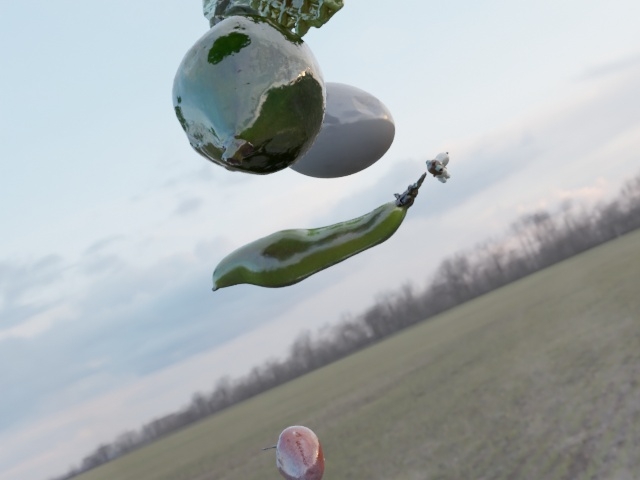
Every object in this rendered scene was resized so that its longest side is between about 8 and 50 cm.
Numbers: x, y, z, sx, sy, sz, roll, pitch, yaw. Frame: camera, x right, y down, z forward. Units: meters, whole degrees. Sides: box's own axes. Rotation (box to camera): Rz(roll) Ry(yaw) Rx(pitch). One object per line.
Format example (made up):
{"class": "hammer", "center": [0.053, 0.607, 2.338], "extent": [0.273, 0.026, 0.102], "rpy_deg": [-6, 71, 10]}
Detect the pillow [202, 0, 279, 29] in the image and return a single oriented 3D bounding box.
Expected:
{"class": "pillow", "center": [-0.106, -0.489, 1.866], "extent": [0.138, 0.283, 0.310], "rpy_deg": [16, 18, 13]}

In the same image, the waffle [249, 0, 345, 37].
{"class": "waffle", "center": [-0.034, -0.360, 1.431], "extent": [0.169, 0.183, 0.036], "rpy_deg": [-30, -13, 33]}

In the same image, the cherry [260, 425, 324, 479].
{"class": "cherry", "center": [-0.038, 0.411, 2.059], "extent": [0.087, 0.126, 0.106], "rpy_deg": [-16, -32, -30]}

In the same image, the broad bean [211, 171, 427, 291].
{"class": "broad bean", "center": [0.002, 0.003, 1.457], "extent": [0.325, 0.075, 0.067], "rpy_deg": [-22, 3, 6]}

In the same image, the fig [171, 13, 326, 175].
{"class": "fig", "center": [-0.080, -0.161, 1.307], "extent": [0.195, 0.195, 0.245], "rpy_deg": [-24, 26, 4]}

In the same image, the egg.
{"class": "egg", "center": [0.021, -0.199, 1.984], "extent": [0.232, 0.176, 0.176], "rpy_deg": [2, 4, 23]}

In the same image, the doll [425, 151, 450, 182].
{"class": "doll", "center": [0.245, -0.148, 2.274], "extent": [0.058, 0.040, 0.085], "rpy_deg": [-41, -26, -24]}
